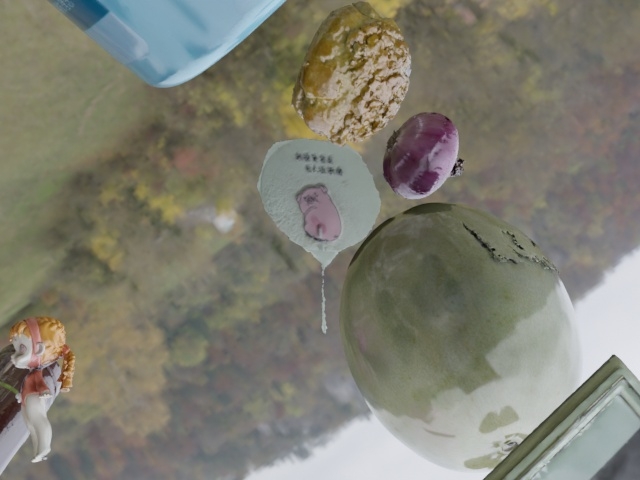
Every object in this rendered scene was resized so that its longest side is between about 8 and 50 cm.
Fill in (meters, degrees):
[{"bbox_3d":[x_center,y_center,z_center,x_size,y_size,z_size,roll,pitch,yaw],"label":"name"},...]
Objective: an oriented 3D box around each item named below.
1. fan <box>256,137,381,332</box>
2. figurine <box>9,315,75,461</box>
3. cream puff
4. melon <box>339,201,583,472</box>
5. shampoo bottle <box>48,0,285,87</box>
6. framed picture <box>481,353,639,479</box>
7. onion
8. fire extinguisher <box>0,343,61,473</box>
[{"bbox_3d":[0.000,0.000,1.567,0.182,0.310,0.010,6,-153,19],"label":"fan"},{"bbox_3d":[-0.209,0.111,0.834,0.047,0.109,0.064,2,161,-26],"label":"figurine"},{"bbox_3d":[0.036,-0.159,1.099,0.126,0.103,0.144,-48,167,-44],"label":"cream puff"},{"bbox_3d":[0.157,0.097,1.274,0.269,0.330,0.268,-11,140,-9],"label":"melon"},{"bbox_3d":[-0.141,-0.341,0.839,0.331,0.343,0.331,-41,-159,20],"label":"shampoo bottle"},{"bbox_3d":[0.160,0.244,0.667,0.293,0.231,0.018,-39,174,-19],"label":"framed picture"},{"bbox_3d":[0.130,-0.104,1.381,0.115,0.105,0.115,-163,-90,-74],"label":"onion"},{"bbox_3d":[-0.412,0.235,1.280,0.141,0.105,0.341,-29,-167,17],"label":"fire extinguisher"}]
